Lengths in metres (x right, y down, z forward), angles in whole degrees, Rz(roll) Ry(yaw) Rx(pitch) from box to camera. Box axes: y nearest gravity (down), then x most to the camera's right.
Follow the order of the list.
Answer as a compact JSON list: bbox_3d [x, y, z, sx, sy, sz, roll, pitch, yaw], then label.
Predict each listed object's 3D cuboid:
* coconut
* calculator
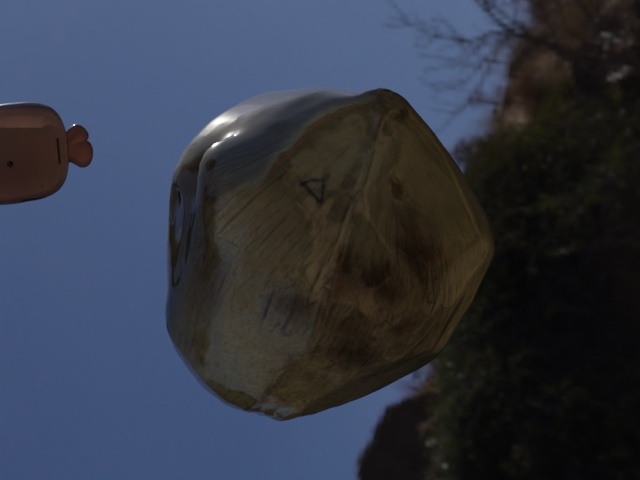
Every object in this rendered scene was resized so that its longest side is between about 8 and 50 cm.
[{"bbox_3d":[0.000,0.000,0.896,0.224,0.224,0.224,-34,-50,-53],"label":"coconut"},{"bbox_3d":[-0.310,-0.087,1.434,0.166,0.024,0.103,-9,-73,-22],"label":"calculator"}]
